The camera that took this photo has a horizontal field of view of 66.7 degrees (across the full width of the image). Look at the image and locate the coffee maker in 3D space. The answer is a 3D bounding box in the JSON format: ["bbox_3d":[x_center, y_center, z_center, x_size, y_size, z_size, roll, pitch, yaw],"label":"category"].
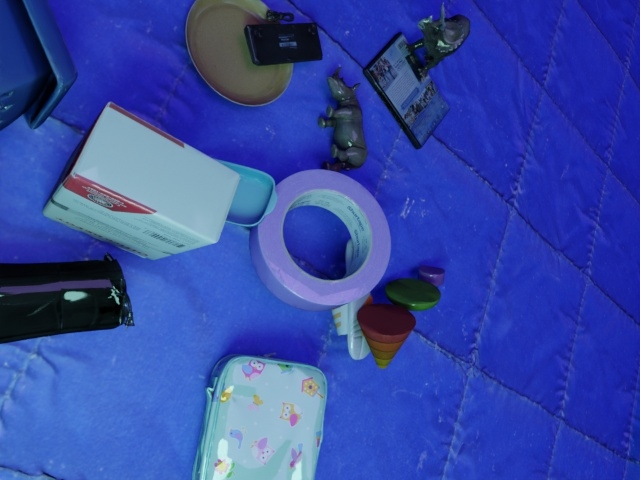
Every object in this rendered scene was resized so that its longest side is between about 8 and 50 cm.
[{"bbox_3d":[-0.382,0.079,0.698,0.178,0.171,0.120,-4,87,-35],"label":"coffee maker"}]

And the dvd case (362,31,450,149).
[{"bbox_3d":[0.229,-0.388,1.266,0.253,0.022,0.180,49,62,-22],"label":"dvd case"}]

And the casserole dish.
[{"bbox_3d":[-0.170,-0.085,0.898,0.188,0.037,0.114,15,71,8],"label":"casserole dish"}]

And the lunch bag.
[{"bbox_3d":[-0.113,0.345,0.891,0.224,0.108,0.279,13,75,-16],"label":"lunch bag"}]

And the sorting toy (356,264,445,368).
[{"bbox_3d":[0.197,0.175,1.115,0.365,0.127,0.126,-31,129,-53],"label":"sorting toy"}]

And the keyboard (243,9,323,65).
[{"bbox_3d":[-0.076,-0.424,1.015,0.180,0.023,0.108,-20,104,-36],"label":"keyboard"}]

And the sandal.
[{"bbox_3d":[0.065,0.128,1.074,0.102,0.076,0.265,21,63,-52],"label":"sandal"}]

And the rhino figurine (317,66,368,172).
[{"bbox_3d":[0.053,-0.273,1.100,0.106,0.073,0.243,-2,86,-32],"label":"rhino figurine"}]

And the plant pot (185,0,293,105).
[{"bbox_3d":[-0.162,-0.384,0.982,0.236,0.032,0.236,4,83,-34],"label":"plant pot"}]

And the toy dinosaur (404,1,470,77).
[{"bbox_3d":[0.320,-0.514,1.239,0.313,0.160,0.121,-37,103,-46],"label":"toy dinosaur"}]

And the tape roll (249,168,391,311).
[{"bbox_3d":[0.000,0.000,0.978,0.274,0.090,0.275,6,72,-18],"label":"tape roll"}]

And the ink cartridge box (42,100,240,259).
[{"bbox_3d":[-0.277,-0.067,0.727,0.197,0.273,0.114,28,67,-30],"label":"ink cartridge box"}]

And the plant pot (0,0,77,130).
[{"bbox_3d":[-0.472,-0.254,0.634,0.212,0.236,0.236,-27,101,-40],"label":"plant pot"}]
